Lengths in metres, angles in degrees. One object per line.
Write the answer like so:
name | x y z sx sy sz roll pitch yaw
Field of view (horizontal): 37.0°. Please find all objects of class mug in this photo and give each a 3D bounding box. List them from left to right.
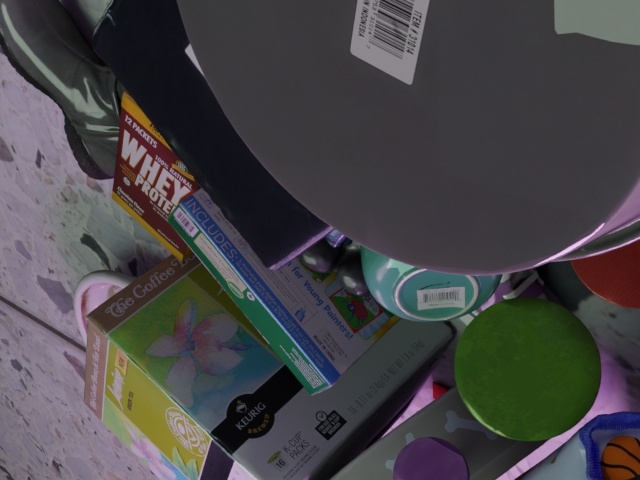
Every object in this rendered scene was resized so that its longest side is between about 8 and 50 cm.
mug | 0.110 0.006 0.862 0.129 0.097 0.158 27 130 -25

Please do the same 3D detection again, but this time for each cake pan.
cake pan | 0.041 -0.105 0.414 0.293 0.054 0.293 26 136 29

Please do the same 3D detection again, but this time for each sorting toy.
sorting toy | 0.208 0.108 0.895 0.127 0.365 0.126 41 176 18

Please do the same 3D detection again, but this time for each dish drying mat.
dish drying mat | 0.183 0.213 1.258 0.083 0.008 0.032 23 135 35

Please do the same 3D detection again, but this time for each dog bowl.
dog bowl | 0.131 0.260 1.089 0.102 0.349 0.349 54 146 17

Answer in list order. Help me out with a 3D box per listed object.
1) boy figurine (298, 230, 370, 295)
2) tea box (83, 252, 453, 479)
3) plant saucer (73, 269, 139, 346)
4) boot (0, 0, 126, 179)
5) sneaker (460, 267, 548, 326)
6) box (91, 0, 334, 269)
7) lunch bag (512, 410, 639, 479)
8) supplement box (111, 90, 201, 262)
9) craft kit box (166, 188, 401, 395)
boy figurine | 0.076 -0.069 0.923 0.177 0.092 0.285 33 136 5
tea box | -0.073 0.161 1.216 0.323 0.329 0.220 39 143 16
plant saucer | -0.260 0.202 1.657 0.400 0.100 0.400 28 139 28
boot | -0.296 -0.227 1.325 0.223 0.118 0.338 4 135 43
sneaker | 0.180 -0.012 0.986 0.282 0.102 0.161 53 142 -3
box | 0.094 -0.204 0.648 0.212 0.395 0.293 53 142 -1
lunch bag | 0.343 0.288 0.883 0.328 0.385 0.239 120 144 -54
supplement box | -0.130 -0.116 1.150 0.129 0.194 0.191 41 143 15
craft kit box | 0.000 0.000 1.067 0.250 0.246 0.061 51 148 1
